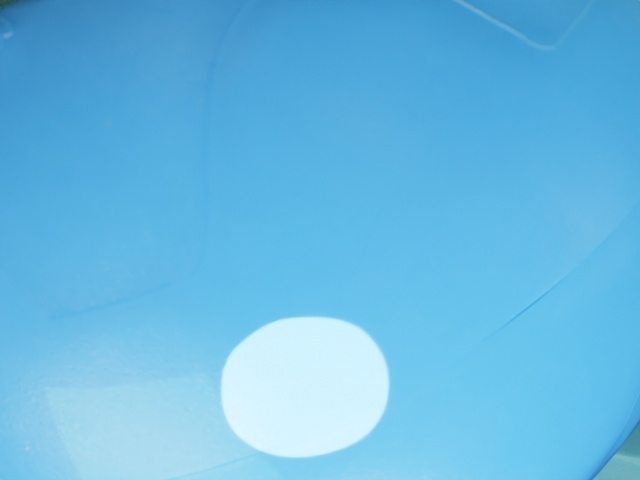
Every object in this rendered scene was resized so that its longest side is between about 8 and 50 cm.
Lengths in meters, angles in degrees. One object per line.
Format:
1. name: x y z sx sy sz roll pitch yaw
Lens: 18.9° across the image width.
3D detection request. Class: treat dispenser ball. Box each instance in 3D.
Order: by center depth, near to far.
1. treat dispenser ball: -0.024 -0.029 0.578 0.288 0.288 0.288 13 165 4

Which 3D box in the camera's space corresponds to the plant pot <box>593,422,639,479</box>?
1. plant pot: 0.199 0.123 1.192 0.165 0.165 0.234 7 156 25
